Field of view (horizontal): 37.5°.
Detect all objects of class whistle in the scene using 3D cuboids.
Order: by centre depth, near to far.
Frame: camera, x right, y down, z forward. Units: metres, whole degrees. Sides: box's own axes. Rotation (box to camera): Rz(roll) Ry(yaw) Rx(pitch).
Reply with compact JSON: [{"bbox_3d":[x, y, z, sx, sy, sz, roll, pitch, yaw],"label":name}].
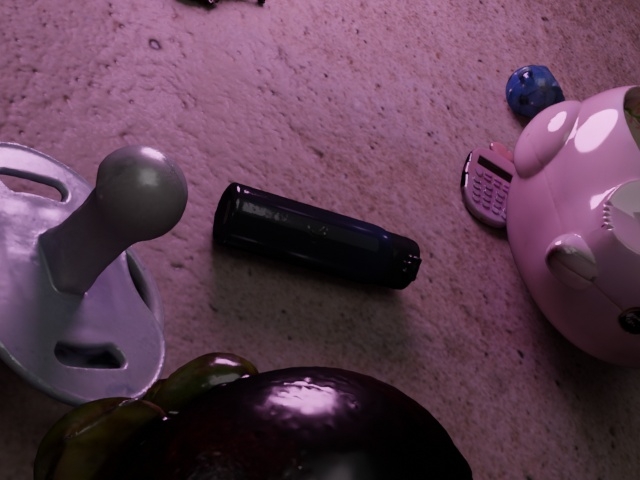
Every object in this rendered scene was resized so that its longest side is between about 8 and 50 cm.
[{"bbox_3d":[0.343,-0.229,1.511,0.158,0.090,0.090,49,21,-54],"label":"whistle"}]

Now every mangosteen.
[{"bbox_3d":[-0.036,0.228,0.695,0.330,0.330,0.330,18,46,-20],"label":"mangosteen"}]

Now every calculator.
[{"bbox_3d":[0.248,-0.082,1.350,0.103,0.024,0.166,31,45,-7],"label":"calculator"}]

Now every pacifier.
[{"bbox_3d":[-0.196,0.005,0.841,0.238,0.226,0.287,15,45,-49],"label":"pacifier"}]

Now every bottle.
[{"bbox_3d":[0.000,0.000,1.082,0.244,0.082,0.072,16,91,-21],"label":"bottle"}]

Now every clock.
[{"bbox_3d":[0.390,0.001,1.204,0.368,0.250,0.376,38,38,-8],"label":"clock"}]

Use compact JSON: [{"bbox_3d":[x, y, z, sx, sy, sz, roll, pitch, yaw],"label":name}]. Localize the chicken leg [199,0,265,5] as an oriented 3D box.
[{"bbox_3d":[-0.136,-0.359,1.324,0.145,0.037,0.062,-16,87,-41],"label":"chicken leg"}]
